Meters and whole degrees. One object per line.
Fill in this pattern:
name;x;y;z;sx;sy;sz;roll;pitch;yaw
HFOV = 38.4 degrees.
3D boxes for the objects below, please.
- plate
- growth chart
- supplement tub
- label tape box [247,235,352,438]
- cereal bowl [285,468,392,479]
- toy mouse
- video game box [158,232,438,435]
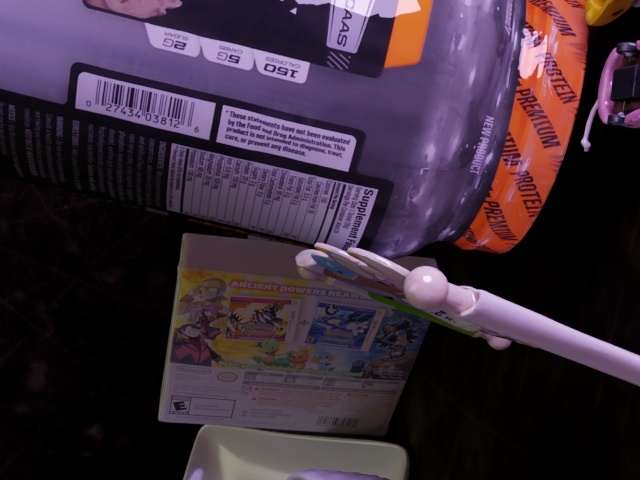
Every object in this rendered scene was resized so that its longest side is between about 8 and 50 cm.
plate;-0.048;0.307;0.803;0.278;0.045;0.277;-6;62;44
growth chart;0.069;0.034;0.451;0.237;0.171;0.021;-175;105;-76
supplement tub;-0.039;-0.108;0.527;0.207;0.337;0.207;-167;90;-85
label tape box;0.000;0.000;0.914;0.249;0.115;0.348;-101;22;-52
cereal bowl;0.046;0.297;0.493;0.339;0.141;0.339;-175;90;-78
toy mouse;0.156;-0.100;0.397;0.143;0.031;0.161;-107;25;-62
video game box;-0.024;0.084;0.756;0.048;0.205;0.187;-95;16;-46
